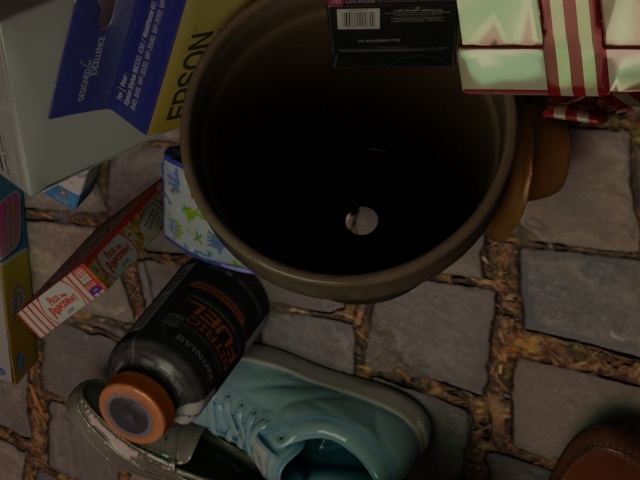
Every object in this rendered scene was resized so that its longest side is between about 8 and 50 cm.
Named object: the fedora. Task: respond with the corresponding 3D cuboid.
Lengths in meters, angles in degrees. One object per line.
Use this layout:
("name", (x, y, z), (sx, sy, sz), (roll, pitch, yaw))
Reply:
("fedora", (0.204, -0.091, 1.681), (0.079, 0.194, 0.194), (-4, 129, -13))

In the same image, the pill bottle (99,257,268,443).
("pill bottle", (-0.169, 0.135, 1.958), (0.130, 0.246, 0.130), (14, 128, 18))

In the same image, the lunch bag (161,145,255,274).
("lunch bag", (-0.111, -0.041, 1.902), (0.151, 0.096, 0.129), (11, 128, 9))

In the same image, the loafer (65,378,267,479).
("loafer", (-0.185, 0.272, 2.165), (0.319, 0.112, 0.111), (31, 127, -6))

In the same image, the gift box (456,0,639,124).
("gift box", (0.266, -0.253, 1.446), (0.276, 0.255, 0.258), (7, 124, 28))

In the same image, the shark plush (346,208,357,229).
("shark plush", (0.000, 0.000, 1.922), (0.067, 0.073, 0.161), (35, 156, 27))

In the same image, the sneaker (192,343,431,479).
("sneaker", (-0.056, 0.229, 2.030), (0.365, 0.150, 0.135), (8, 125, 23))

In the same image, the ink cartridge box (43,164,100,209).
("ink cartridge box", (-0.309, -0.112, 1.985), (0.088, 0.052, 0.122), (30, 133, 5))

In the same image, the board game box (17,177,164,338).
("board game box", (-0.261, 0.021, 1.960), (0.045, 0.193, 0.146), (48, 130, -10))

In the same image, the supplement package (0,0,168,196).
("supplement package", (-0.247, -0.206, 1.723), (0.145, 0.261, 0.204), (32, 138, 40))

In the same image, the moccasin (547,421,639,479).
("moccasin", (0.293, 0.362, 1.942), (0.139, 0.147, 0.380), (31, 132, 5))

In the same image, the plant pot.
("plant pot", (0.036, -0.063, 1.665), (0.323, 0.323, 0.280), (22, 162, 12))

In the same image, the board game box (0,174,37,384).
("board game box", (-0.503, 0.024, 2.177), (0.242, 0.064, 0.317), (16, 129, 17))

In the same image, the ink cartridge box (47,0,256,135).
("ink cartridge box", (-0.098, -0.244, 1.618), (0.072, 0.307, 0.304), (48, 137, 26))

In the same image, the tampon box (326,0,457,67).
("tampon box", (0.066, -0.255, 1.527), (0.120, 0.161, 0.101), (-1, 153, 2))
